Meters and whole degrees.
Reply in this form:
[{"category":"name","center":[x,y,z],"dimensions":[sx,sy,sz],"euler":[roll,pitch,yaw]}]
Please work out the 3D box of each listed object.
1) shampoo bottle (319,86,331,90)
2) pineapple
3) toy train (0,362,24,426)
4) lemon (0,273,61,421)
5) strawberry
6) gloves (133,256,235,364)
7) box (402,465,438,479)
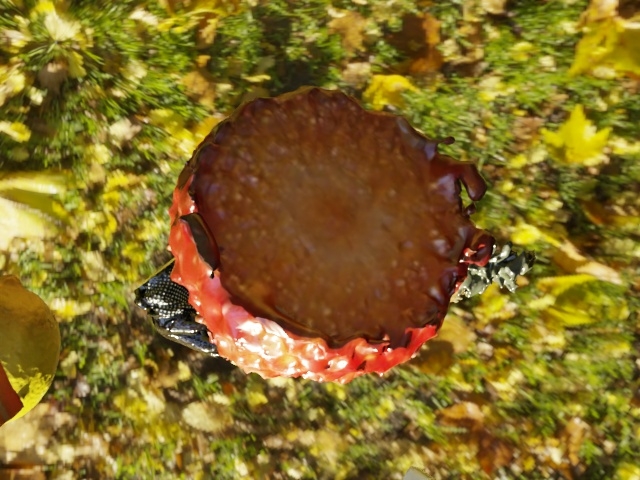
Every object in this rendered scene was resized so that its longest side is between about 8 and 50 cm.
[{"category":"shampoo bottle","center":[-0.015,-0.052,1.092],"dimensions":[0.092,0.092,0.303],"euler":[23,54,-18]},{"category":"pineapple","center":[0.162,0.032,1.177],"dimensions":[0.108,0.197,0.108],"euler":[1,88,-48]},{"category":"toy train","center":[-0.367,0.172,0.882],"dimensions":[0.175,0.118,0.074],"euler":[-19,100,17]},{"category":"lemon","center":[-0.464,0.159,1.381],"dimensions":[0.192,0.192,0.231],"euler":[22,84,-18]},{"category":"strawberry","center":[0.000,0.000,0.459],"dimensions":[0.145,0.086,0.145],"euler":[6,58,-9]},{"category":"gloves","center":[-0.135,0.102,1.210],"dimensions":[0.106,0.129,0.181],"euler":[-37,96,-3]},{"category":"box","center":[0.120,0.247,0.597],"dimensions":[0.220,0.032,0.122],"euler":[28,85,25]}]
